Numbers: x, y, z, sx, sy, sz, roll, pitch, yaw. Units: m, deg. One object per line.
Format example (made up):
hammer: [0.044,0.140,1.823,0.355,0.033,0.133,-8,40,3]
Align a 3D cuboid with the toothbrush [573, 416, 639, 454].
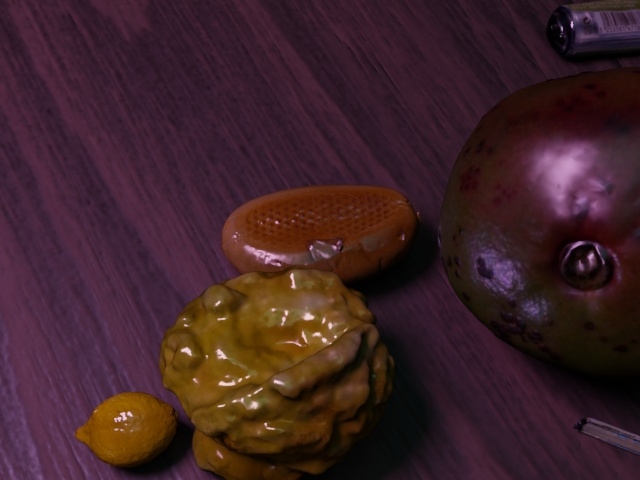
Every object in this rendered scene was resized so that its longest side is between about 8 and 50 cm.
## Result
toothbrush: [0.367,0.214,0.878,0.294,0.026,0.028,17,45,6]

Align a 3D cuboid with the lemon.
lemon: [-0.167,0.163,0.860,0.092,0.065,0.065,-10,63,0]

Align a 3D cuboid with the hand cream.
hand cream: [0.356,-0.238,1.104,0.235,0.055,0.086,-9,66,-15]

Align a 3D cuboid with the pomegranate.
pomegranate: [0.250,-0.015,0.896,0.290,0.323,0.291,0,94,5]

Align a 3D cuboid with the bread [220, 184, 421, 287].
bread: [0.000,0.000,0.946,0.189,0.077,0.114,-5,43,-4]

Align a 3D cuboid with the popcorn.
popcorn: [-0.034,0.115,0.845,0.197,0.155,0.198,-6,50,7]
